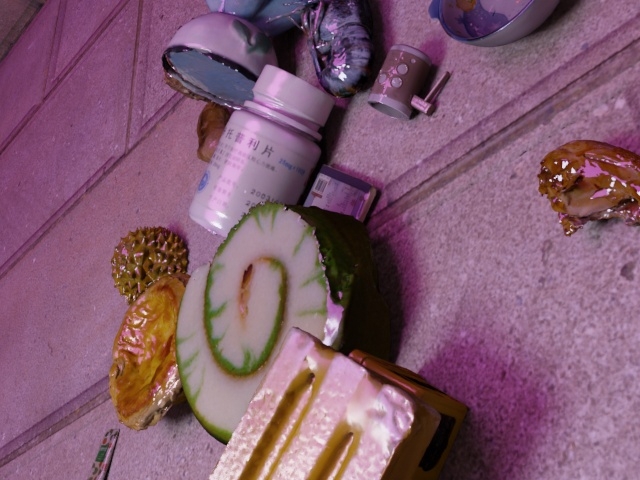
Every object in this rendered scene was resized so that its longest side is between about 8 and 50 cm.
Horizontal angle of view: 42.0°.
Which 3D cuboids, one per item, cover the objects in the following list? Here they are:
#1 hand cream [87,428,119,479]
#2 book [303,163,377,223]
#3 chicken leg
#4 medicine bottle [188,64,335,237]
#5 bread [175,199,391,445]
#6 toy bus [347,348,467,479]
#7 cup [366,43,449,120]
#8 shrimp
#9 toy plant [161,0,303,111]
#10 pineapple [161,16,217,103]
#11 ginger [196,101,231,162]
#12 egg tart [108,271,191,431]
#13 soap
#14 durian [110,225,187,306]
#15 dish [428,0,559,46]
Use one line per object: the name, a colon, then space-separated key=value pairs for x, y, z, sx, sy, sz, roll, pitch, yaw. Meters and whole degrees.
hand cream: x=-0.440 y=0.455 z=1.656 sx=0.057 sy=0.037 sz=0.165 roll=-15 pitch=53 yaw=48
book: x=0.001 y=0.000 z=1.340 sx=0.157 sy=0.026 sz=0.231 roll=30 pitch=96 yaw=57
chicken leg: x=0.321 y=-0.053 z=0.900 sx=0.101 sy=0.085 sz=0.207 roll=-40 pitch=35 yaw=-24
medicine bottle: x=-0.094 y=-0.137 z=1.416 sx=0.170 sy=0.170 sz=0.293 roll=29 pitch=93 yaw=55
bread: x=-0.065 y=0.123 z=1.231 sx=0.382 sy=0.129 sz=0.366 roll=13 pitch=91 yaw=47
toy bus: x=0.038 y=0.311 z=1.005 sx=0.151 sy=0.145 sz=0.331 roll=23 pitch=87 yaw=45
cup: x=0.130 y=-0.241 z=1.263 sx=0.102 sy=0.074 sz=0.099 roll=20 pitch=87 yaw=55
shrimp: x=0.003 y=-0.402 z=1.442 sx=0.137 sy=0.172 sz=0.372 roll=-46 pitch=46 yaw=34
toy plant: x=-0.144 y=-0.447 z=1.621 sx=0.247 sy=0.247 sz=0.332 roll=6 pitch=72 yaw=54
pineapple: x=-0.248 y=-0.398 z=1.780 sx=0.166 sy=0.166 sz=0.193 roll=15 pitch=82 yaw=55
ginger: x=-0.208 y=-0.210 z=1.694 sx=0.095 sy=0.069 sz=0.190 roll=-49 pitch=39 yaw=30
egg tart: x=-0.275 y=0.203 z=1.507 sx=0.295 sy=0.116 sz=0.294 roll=-33 pitch=45 yaw=40
soap: x=-0.020 y=0.277 z=0.914 sx=0.199 sy=0.091 sz=0.315 roll=26 pitch=85 yaw=36
durian: x=-0.344 y=0.060 z=1.706 sx=0.182 sy=0.165 sz=0.132 roll=-49 pitch=-10 yaw=-13
dish: x=0.270 y=-0.354 z=1.135 sx=0.236 sy=0.086 sz=0.228 roll=22 pitch=87 yaw=55
